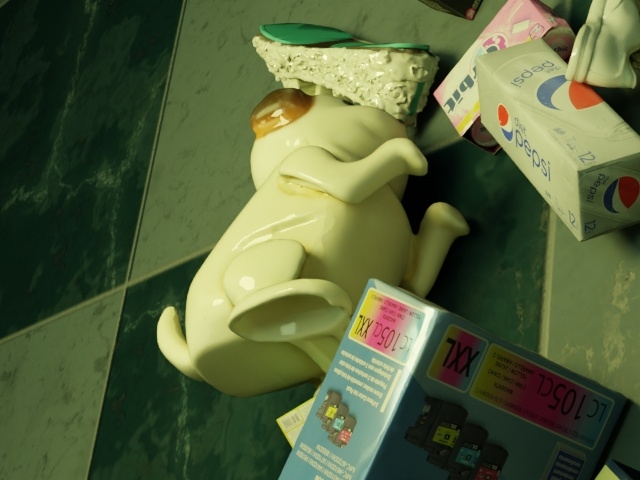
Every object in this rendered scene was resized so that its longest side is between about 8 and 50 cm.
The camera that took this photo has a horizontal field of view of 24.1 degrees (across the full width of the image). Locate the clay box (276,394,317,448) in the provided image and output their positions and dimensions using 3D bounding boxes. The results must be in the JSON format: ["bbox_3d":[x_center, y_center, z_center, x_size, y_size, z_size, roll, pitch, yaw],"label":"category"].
[{"bbox_3d":[0.057,0.272,1.734,0.127,0.053,0.222,-34,85,39],"label":"clay box"}]

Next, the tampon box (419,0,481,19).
[{"bbox_3d":[0.149,-0.393,2.040,0.101,0.161,0.120,30,95,58],"label":"tampon box"}]

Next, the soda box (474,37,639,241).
[{"bbox_3d":[0.272,-0.122,1.705,0.091,0.098,0.286,-17,36,-9],"label":"soda box"}]

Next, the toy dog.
[{"bbox_3d":[0.000,0.000,1.896,0.395,0.284,0.408,-20,45,40],"label":"toy dog"}]

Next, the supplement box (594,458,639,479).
[{"bbox_3d":[0.296,0.269,1.440,0.083,0.083,0.056,-57,32,11],"label":"supplement box"}]

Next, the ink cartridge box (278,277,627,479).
[{"bbox_3d":[0.104,0.277,1.538,0.151,0.270,0.396,26,91,61],"label":"ink cartridge box"}]

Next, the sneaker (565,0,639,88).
[{"bbox_3d":[0.352,-0.242,1.732,0.080,0.094,0.212,96,-164,-49],"label":"sneaker"}]

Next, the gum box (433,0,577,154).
[{"bbox_3d":[0.237,-0.217,1.882,0.188,0.062,0.107,-52,34,20],"label":"gum box"}]

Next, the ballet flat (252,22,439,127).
[{"bbox_3d":[0.020,-0.234,2.158,0.409,0.147,0.147,23,88,58],"label":"ballet flat"}]
